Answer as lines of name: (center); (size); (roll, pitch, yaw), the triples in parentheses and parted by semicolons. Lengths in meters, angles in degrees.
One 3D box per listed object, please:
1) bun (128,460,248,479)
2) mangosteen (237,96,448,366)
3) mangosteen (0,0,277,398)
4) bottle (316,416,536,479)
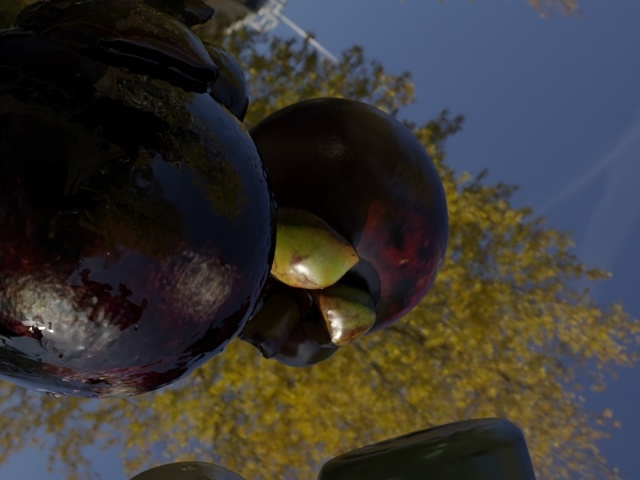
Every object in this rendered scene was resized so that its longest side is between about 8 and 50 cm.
bun: (-0.078, 0.236, 0.736); (0.120, 0.173, 0.173); (5, -123, 29)
mangosteen: (0.000, 0.000, 0.773); (0.200, 0.200, 0.200); (-42, -154, 26)
mangosteen: (-0.119, -0.041, 0.583); (0.211, 0.211, 0.250); (-19, -132, 53)
bottle: (0.111, 0.315, 0.829); (0.168, 0.168, 0.347); (-21, -99, 52)
